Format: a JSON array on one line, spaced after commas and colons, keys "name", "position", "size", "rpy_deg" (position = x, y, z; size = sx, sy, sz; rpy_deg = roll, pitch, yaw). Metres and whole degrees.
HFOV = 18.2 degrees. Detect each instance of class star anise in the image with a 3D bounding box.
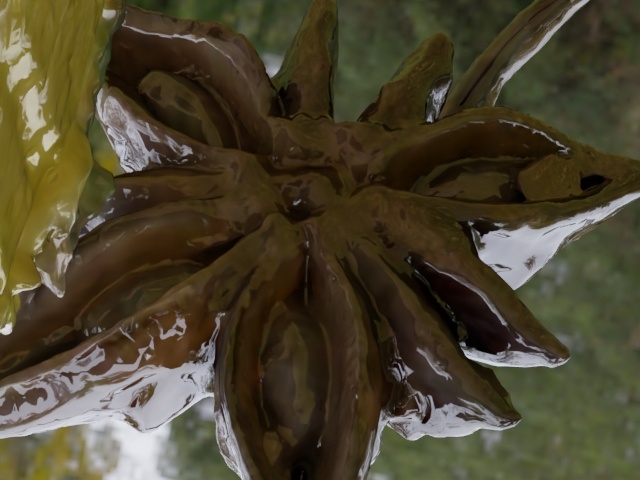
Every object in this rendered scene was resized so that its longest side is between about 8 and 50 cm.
[{"name": "star anise", "position": [-0.002, -0.001, 0.847], "size": [0.292, 0.109, 0.349], "rpy_deg": [13, -127, -5]}]

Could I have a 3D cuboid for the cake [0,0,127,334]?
[{"name": "cake", "position": [-0.181, -0.082, 0.569], "size": [0.227, 0.222, 0.286], "rpy_deg": [13, 154, 9]}]
